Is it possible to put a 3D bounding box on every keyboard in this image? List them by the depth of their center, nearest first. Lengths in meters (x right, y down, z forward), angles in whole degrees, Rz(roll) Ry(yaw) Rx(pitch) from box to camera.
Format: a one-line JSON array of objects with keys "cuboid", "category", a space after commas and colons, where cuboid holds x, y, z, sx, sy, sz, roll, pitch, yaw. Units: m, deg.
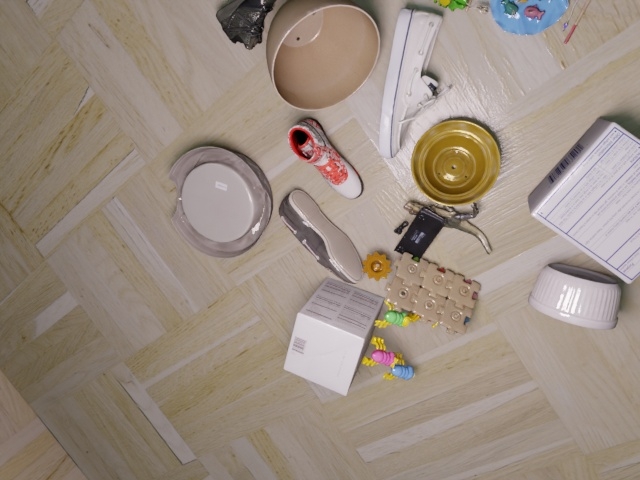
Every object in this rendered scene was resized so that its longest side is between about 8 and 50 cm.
[{"cuboid": [0.264, -0.021, 1.372, 0.108, 0.023, 0.180, 26, 135, 1], "category": "keyboard"}]

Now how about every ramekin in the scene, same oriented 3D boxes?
[{"cuboid": [0.643, 0.133, 1.230, 0.207, 0.207, 0.109, 14, 103, 14], "category": "ramekin"}]

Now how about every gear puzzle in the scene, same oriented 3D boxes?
[{"cuboid": [0.269, 0.136, 1.383, 0.339, 0.175, 0.044, 23, 159, 2], "category": "gear puzzle"}]

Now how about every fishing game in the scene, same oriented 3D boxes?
[{"cuboid": [0.485, -0.572, 1.126, 0.264, 0.041, 0.189, 27, 118, 8], "category": "fishing game"}]

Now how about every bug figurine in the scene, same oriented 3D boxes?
[{"cuboid": [0.236, 0.286, 1.406, 0.072, 0.216, 0.279, 26, 97, 53], "category": "bug figurine"}]

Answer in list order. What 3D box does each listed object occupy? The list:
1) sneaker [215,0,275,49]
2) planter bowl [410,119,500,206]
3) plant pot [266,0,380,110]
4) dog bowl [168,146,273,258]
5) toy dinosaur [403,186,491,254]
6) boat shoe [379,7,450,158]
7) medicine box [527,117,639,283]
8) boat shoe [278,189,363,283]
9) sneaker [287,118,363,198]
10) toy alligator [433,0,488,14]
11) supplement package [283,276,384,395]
[{"cuboid": [-0.166, -0.602, 1.318, 0.227, 0.087, 0.130, -20, 103, 27], "category": "sneaker"}, {"cuboid": [0.346, -0.194, 1.264, 0.217, 0.090, 0.217, 0, 91, 14], "category": "planter bowl"}, {"cuboid": [-0.019, -0.499, 1.226, 0.284, 0.284, 0.191, -45, 54, 26], "category": "plant pot"}, {"cuboid": [-0.305, -0.123, 1.522, 0.349, 0.102, 0.348, 6, 110, 16], "category": "dog bowl"}, {"cuboid": [0.366, -0.070, 1.331, 0.268, 0.064, 0.118, 28, 129, 8], "category": "toy dinosaur"}, {"cuboid": [0.246, -0.382, 1.235, 0.156, 0.136, 0.367, 12, 102, 12], "category": "boat shoe"}, {"cuboid": [0.697, -0.097, 1.156, 0.289, 0.149, 0.263, 36, 116, 4], "category": "medicine box"}, {"cuboid": [0.000, 0.000, 1.464, 0.335, 0.112, 0.095, 52, 134, 2], "category": "boat shoe"}, {"cuboid": [0.009, -0.213, 1.356, 0.090, 0.145, 0.270, -33, 96, 26], "category": "sneaker"}, {"cuboid": [0.312, -0.580, 1.178, 0.190, 0.056, 0.051, 35, 156, 6], "category": "toy alligator"}, {"cuboid": [0.046, 0.271, 1.446, 0.198, 0.263, 0.199, 20, 114, 12], "category": "supplement package"}]
